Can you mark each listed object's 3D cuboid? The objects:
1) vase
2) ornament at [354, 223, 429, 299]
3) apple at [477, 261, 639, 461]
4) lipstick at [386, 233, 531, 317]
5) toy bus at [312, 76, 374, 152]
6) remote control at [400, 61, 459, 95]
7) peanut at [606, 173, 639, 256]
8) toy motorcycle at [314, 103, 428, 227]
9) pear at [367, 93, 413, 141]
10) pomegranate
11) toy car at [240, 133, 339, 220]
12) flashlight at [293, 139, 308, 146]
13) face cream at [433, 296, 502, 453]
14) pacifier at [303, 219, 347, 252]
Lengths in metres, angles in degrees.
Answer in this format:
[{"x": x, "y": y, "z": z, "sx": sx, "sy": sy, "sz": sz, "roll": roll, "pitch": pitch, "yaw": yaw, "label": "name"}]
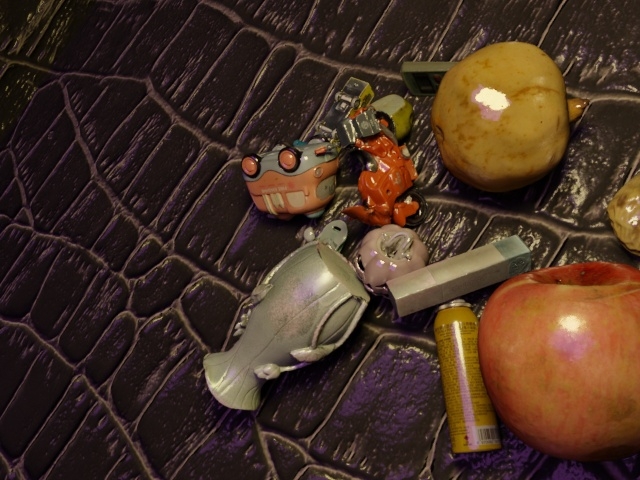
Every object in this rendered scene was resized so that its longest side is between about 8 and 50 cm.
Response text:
[{"x": -0.091, "y": 0.222, "z": 1.407, "sx": 0.445, "sy": 0.250, "sz": 0.250, "roll": -45, "pitch": 58, "yaw": 13, "label": "vase"}, {"x": 0.171, "y": 0.046, "z": 1.365, "sx": 0.178, "sy": 0.177, "sz": 0.177, "roll": -10, "pitch": 68, "yaw": 24, "label": "ornament"}, {"x": 0.473, "y": 0.218, "z": 1.051, "sx": 0.364, "sy": 0.364, "sz": 0.363, "roll": -10, "pitch": 68, "yaw": 24, "label": "apple"}, {"x": 0.308, "y": 0.079, "z": 1.278, "sx": 0.318, "sy": 0.066, "sz": 0.068, "roll": -20, "pitch": 40, "yaw": -4, "label": "lipstick"}, {"x": 0.060, "y": -0.352, "z": 1.633, "sx": 0.081, "sy": 0.074, "sz": 0.226, "roll": 28, "pitch": 86, "yaw": 31, "label": "toy bus"}, {"x": 0.352, "y": -0.412, "z": 1.476, "sx": 0.286, "sy": 0.123, "sz": 0.038, "roll": 11, "pitch": 77, "yaw": 28, "label": "remote control"}, {"x": 0.708, "y": -0.042, "z": 1.161, "sx": 0.233, "sy": 0.110, "sz": 0.196, "roll": 25, "pitch": 90, "yaw": 32, "label": "peanut"}, {"x": 0.129, "y": -0.166, "z": 1.425, "sx": 0.221, "sy": 0.148, "sz": 0.325, "roll": -23, "pitch": 91, "yaw": -20, "label": "toy motorcycle"}, {"x": 0.185, "y": -0.314, "z": 1.536, "sx": 0.141, "sy": 0.104, "sz": 0.141, "roll": -17, "pitch": 40, "yaw": 14, "label": "pear"}, {"x": 0.422, "y": -0.267, "z": 1.285, "sx": 0.343, "sy": 0.342, "sz": 0.342, "roll": -10, "pitch": 68, "yaw": 24, "label": "pomegranate"}, {"x": -0.073, "y": -0.160, "z": 1.565, "sx": 0.271, "sy": 0.180, "sz": 0.212, "roll": -5, "pitch": 107, "yaw": 32, "label": "toy car"}, {"x": -0.033, "y": -0.252, "z": 1.665, "sx": 0.051, "sy": 0.051, "sz": 0.129, "roll": -50, "pitch": 51, "yaw": 3, "label": "flashlight"}, {"x": 0.312, "y": 0.277, "z": 1.254, "sx": 0.105, "sy": 0.105, "sz": 0.348, "roll": -15, "pitch": 66, "yaw": 22, "label": "face cream"}, {"x": 0.000, "y": 0.000, "z": 1.516, "sx": 0.150, "sy": 0.117, "sz": 0.127, "roll": -57, "pitch": 32, "yaw": 3, "label": "pacifier"}]
